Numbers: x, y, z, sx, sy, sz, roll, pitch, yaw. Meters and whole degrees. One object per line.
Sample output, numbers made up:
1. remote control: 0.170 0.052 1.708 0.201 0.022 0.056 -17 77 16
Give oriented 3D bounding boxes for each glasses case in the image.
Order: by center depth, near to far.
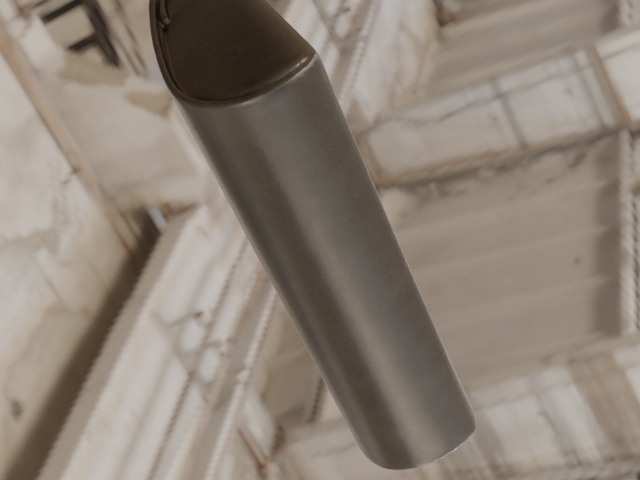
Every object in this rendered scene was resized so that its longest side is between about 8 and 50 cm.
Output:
1. glasses case: -0.001 -0.001 0.497 0.042 0.190 0.072 -28 -137 -2
